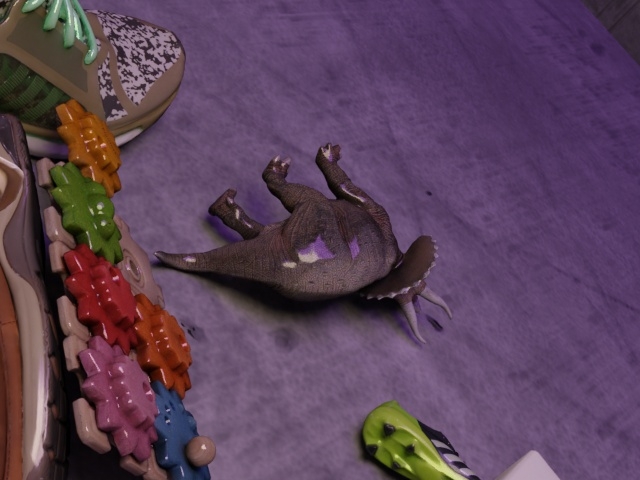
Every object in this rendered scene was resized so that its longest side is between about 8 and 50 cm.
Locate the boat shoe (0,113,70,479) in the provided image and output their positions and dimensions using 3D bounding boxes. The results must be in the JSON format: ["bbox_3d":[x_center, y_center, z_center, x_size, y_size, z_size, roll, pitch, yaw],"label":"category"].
[{"bbox_3d":[-0.236,0.054,0.728,0.120,0.122,0.324,-9,50,-13],"label":"boat shoe"}]

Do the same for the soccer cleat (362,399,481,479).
[{"bbox_3d":[0.111,0.206,0.951,0.179,0.060,0.072,45,21,3],"label":"soccer cleat"}]

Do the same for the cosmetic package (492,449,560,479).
[{"bbox_3d":[0.059,0.291,0.552,0.217,0.156,0.385,51,33,13],"label":"cosmetic package"}]

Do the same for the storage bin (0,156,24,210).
[{"bbox_3d":[-0.288,0.046,0.473,0.260,0.123,0.262,29,56,-30],"label":"storage bin"}]

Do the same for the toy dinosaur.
[{"bbox_3d":[0.000,0.000,1.007,0.314,0.121,0.160,4,37,-49],"label":"toy dinosaur"}]

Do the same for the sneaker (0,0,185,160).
[{"bbox_3d":[-0.247,-0.175,0.888,0.410,0.182,0.158,-9,59,-50],"label":"sneaker"}]

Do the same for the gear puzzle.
[{"bbox_3d":[-0.142,0.025,0.825,0.175,0.044,0.338,53,15,-53],"label":"gear puzzle"}]
